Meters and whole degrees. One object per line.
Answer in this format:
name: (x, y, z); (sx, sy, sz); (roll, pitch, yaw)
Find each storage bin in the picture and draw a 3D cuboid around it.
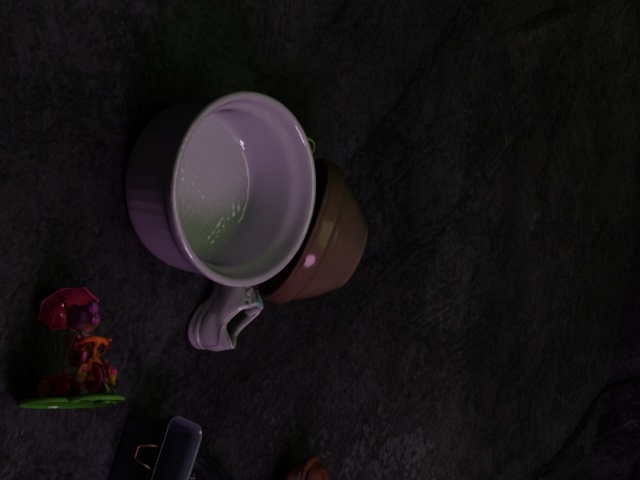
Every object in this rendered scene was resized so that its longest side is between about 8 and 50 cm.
storage bin: (-0.247, 0.315, 2.076); (0.098, 0.091, 0.135); (35, 67, -53)

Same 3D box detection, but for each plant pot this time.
plant pot: (0.000, 0.000, 2.239); (0.109, 0.237, 0.237); (23, 74, -17)

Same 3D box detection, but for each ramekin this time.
ramekin: (-0.148, -0.077, 2.072); (0.277, 0.135, 0.277); (-7, 100, -45)

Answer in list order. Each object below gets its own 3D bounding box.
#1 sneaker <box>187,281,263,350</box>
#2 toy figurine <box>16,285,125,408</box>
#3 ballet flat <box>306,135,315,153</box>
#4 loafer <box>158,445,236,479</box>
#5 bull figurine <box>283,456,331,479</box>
sneaker: (-0.121, 0.077, 2.214); (0.080, 0.094, 0.212); (46, 59, -48)
toy figurine: (-0.321, 0.136, 1.890); (0.130, 0.173, 0.159); (6, 77, -39)
ballet flat: (-0.082, -0.095, 2.253); (0.231, 0.077, 0.077); (-51, 135, -37)
loafer: (-0.184, 0.364, 2.208); (0.223, 0.076, 0.078); (53, 19, -45)
bull figurine: (-0.007, 0.504, 2.465); (0.188, 0.101, 0.310); (-54, 138, -33)
